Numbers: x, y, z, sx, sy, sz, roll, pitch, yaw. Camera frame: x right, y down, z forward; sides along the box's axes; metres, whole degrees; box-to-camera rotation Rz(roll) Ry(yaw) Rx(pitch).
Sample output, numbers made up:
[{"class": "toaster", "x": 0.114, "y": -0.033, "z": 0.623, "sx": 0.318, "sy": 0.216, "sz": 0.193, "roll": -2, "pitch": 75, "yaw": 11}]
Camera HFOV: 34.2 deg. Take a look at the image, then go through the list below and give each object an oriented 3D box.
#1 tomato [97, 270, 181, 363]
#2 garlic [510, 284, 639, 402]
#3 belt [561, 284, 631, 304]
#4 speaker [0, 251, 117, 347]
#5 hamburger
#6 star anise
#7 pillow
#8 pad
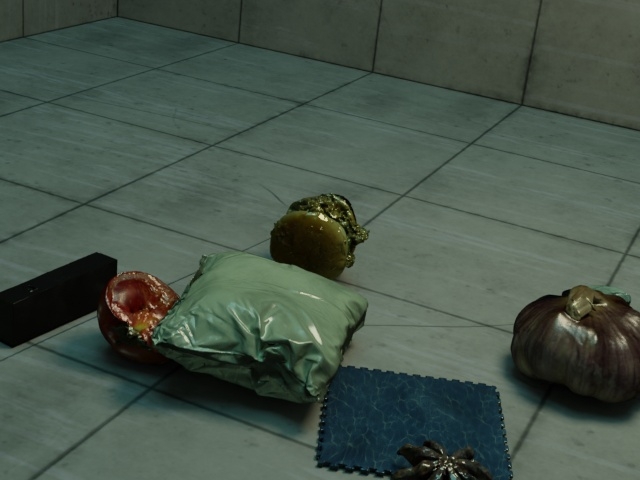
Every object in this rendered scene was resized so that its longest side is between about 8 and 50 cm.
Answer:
[{"class": "tomato", "x": -0.271, "y": 0.130, "z": 1.571, "sx": 0.159, "sy": 0.091, "sz": 0.139, "roll": 39, "pitch": 34, "yaw": -4}, {"class": "garlic", "x": 0.416, "y": 0.146, "z": 1.626, "sx": 0.245, "sy": 0.161, "sz": 0.245, "roll": 3, "pitch": 14, "yaw": -1}, {"class": "belt", "x": 0.482, "y": 0.122, "z": 1.833, "sx": 0.140, "sy": 0.058, "sz": 0.105, "roll": -9, "pitch": 21, "yaw": -24}, {"class": "speaker", "x": -0.412, "y": 0.091, "z": 1.635, "sx": 0.044, "sy": 0.082, "sz": 0.218, "roll": 21, "pitch": 28, "yaw": 28}, {"class": "hamburger", "x": 0.000, "y": 0.000, "z": 1.860, "sx": 0.185, "sy": 0.159, "sz": 0.131, "roll": -9, "pitch": 15, "yaw": 16}, {"class": "star anise", "x": 0.156, "y": 0.297, "z": 1.336, "sx": 0.141, "sy": 0.042, "sz": 0.141, "roll": 5, "pitch": 29, "yaw": -3}, {"class": "pillow", "x": -0.090, "y": 0.122, "z": 1.553, "sx": 0.283, "sy": 0.138, "sz": 0.310, "roll": 20, "pitch": 25, "yaw": 6}, {"class": "pad", "x": 0.132, "y": 0.259, "z": 1.476, "sx": 0.269, "sy": 0.012, "sz": 0.270, "roll": 7, "pitch": 23, "yaw": 0}]
